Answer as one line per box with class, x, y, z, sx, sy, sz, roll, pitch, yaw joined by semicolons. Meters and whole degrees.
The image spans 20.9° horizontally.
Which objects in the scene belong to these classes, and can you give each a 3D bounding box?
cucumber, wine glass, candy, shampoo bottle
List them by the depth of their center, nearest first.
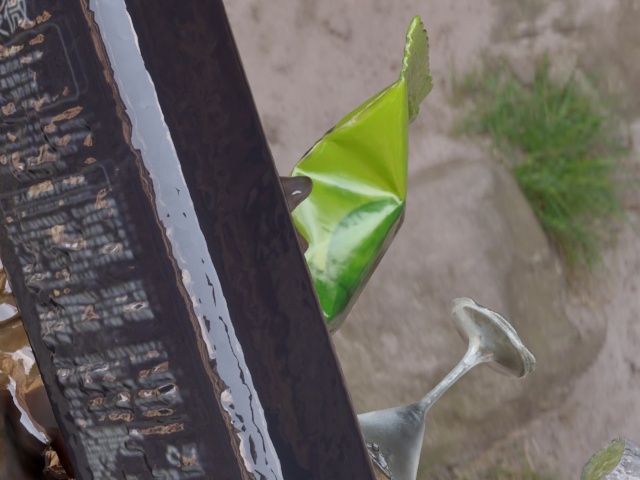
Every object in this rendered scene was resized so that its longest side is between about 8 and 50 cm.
shampoo bottle;-0.071;-0.034;0.576;0.098;0.071;0.309;-12;99;45
candy;0.000;0.000;0.955;0.069;0.149;0.246;30;88;2
cucumber;0.265;0.209;1.389;0.112;0.064;0.064;37;76;-5
wine glass;0.091;0.141;1.478;0.122;0.122;0.183;39;66;24

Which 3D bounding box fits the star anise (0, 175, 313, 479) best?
star anise;-0.154;0.053;0.742;0.315;0.108;0.315;-9;48;9
